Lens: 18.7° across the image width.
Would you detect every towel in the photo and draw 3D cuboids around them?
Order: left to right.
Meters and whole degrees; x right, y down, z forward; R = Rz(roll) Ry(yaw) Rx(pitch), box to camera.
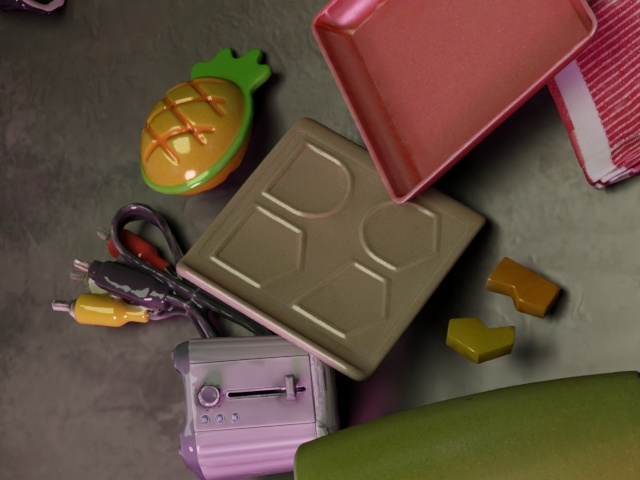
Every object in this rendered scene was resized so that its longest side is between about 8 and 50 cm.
[{"bbox_3d":[0.339,-0.218,1.748,0.329,0.037,0.237,-30,65,26],"label":"towel"}]

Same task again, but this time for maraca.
[{"bbox_3d":[-0.118,-0.124,2.000,0.127,0.099,0.186,9,61,36],"label":"maraca"}]

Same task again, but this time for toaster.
[{"bbox_3d":[-0.056,0.160,1.840,0.146,0.227,0.129,-5,75,1],"label":"toaster"}]

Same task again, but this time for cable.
[{"bbox_3d":[-0.142,0.058,2.021,0.287,0.072,0.139,23,77,22],"label":"cable"}]

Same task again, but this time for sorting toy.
[{"bbox_3d":[0.051,0.030,1.804,0.307,0.041,0.229,30,59,16],"label":"sorting toy"}]

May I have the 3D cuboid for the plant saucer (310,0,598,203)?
[{"bbox_3d":[0.131,-0.198,1.848,0.258,0.047,0.259,-42,49,23],"label":"plant saucer"}]

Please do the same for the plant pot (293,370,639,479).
[{"bbox_3d":[0.169,0.234,1.665,0.293,0.275,0.275,-27,66,9],"label":"plant pot"}]

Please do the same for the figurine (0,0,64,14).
[{"bbox_3d":[-0.388,-0.359,2.230,0.209,0.092,0.215,0,80,38],"label":"figurine"}]
